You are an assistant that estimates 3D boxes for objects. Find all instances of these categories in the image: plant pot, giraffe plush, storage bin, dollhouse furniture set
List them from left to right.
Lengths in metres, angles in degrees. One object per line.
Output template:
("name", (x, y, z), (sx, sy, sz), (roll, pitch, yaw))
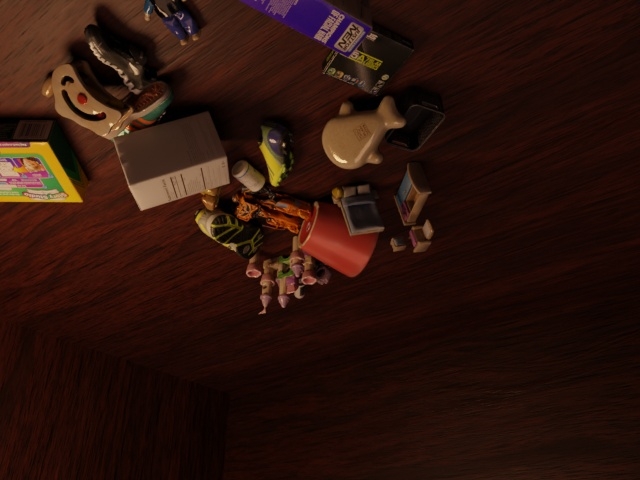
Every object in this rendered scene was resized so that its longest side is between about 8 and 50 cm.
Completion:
("giraffe plush", (-0.426, -0.211, 1.811), (0.171, 0.181, 0.210), (16, 179, -7))
("plant pot", (0.059, -0.020, 2.020), (0.243, 0.274, 0.275), (20, 142, -16))
("dollhouse furniture set", (0.216, -0.112, 1.837), (0.304, 0.286, 0.198), (-7, 148, -12))
("storage bin", (0.286, -0.373, 1.620), (0.122, 0.084, 0.180), (13, 144, -20))

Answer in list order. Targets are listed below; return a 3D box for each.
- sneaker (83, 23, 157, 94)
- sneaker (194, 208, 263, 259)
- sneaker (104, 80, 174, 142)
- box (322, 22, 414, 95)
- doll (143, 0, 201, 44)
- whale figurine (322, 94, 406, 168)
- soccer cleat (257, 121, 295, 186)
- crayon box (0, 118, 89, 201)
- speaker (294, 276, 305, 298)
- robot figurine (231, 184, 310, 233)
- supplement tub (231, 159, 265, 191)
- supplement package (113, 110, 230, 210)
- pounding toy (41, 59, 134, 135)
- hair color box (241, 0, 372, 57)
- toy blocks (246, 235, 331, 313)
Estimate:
("sneaker", (-0.526, -0.498, 1.412), (0.106, 0.078, 0.234), (-15, 149, 15))
("sneaker", (-0.356, -0.040, 2.099), (0.147, 0.145, 0.384), (31, 172, 27))
("sneaker", (-0.530, -0.376, 1.582), (0.302, 0.108, 0.121), (-21, 151, 31))
("box", (0.129, -0.505, 1.446), (0.191, 0.045, 0.184), (16, 146, -25))
("doll", (-0.384, -0.580, 1.312), (0.129, 0.046, 0.189), (-14, 145, 17))
("whale figurine", (0.138, -0.337, 1.615), (0.272, 0.141, 0.216), (-31, 93, 29))
("soccer cleat", (-0.154, -0.290, 1.756), (0.121, 0.093, 0.289), (29, 152, 9))
("crayon box", (-1.012, -0.257, 1.738), (0.363, 0.106, 0.313), (1, 148, -2))
("speaker", (-0.102, 0.231, 2.570), (0.055, 0.055, 0.136), (1, 147, -4))
("robot figurine", (-0.196, -0.119, 1.996), (0.291, 0.085, 0.211), (13, 144, -21))
("supplement tub", (-0.254, -0.228, 1.839), (0.071, 0.070, 0.107), (-20, 144, 27))
("supplement package", (-0.448, -0.242, 1.604), (0.293, 0.177, 0.175), (-19, 163, -14))
("pounding toy", (-0.656, -0.427, 1.494), (0.270, 0.154, 0.154), (28, 119, -3))
("hair color box", (-0.049, -0.580, 1.197), (0.339, 0.185, 0.110), (17, 143, -25))
("toy blocks", (-0.134, 0.184, 2.306), (0.289, 0.259, 0.309), (-17, 144, 21))
